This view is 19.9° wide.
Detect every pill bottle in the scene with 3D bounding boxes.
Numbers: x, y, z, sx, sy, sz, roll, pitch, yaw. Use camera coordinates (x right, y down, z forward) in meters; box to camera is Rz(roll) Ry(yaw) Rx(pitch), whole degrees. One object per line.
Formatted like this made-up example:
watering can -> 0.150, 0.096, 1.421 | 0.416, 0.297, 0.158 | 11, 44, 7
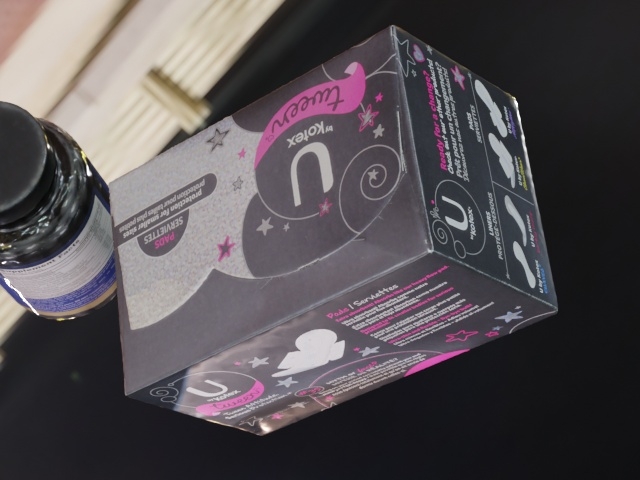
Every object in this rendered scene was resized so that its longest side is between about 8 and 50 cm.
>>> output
pill bottle -> -0.229, -0.025, 1.441 | 0.123, 0.123, 0.219 | -47, 159, -9

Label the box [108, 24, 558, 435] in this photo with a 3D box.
box -> 0.000, 0.000, 1.158 | 0.247, 0.163, 0.142 | -25, 149, 31
